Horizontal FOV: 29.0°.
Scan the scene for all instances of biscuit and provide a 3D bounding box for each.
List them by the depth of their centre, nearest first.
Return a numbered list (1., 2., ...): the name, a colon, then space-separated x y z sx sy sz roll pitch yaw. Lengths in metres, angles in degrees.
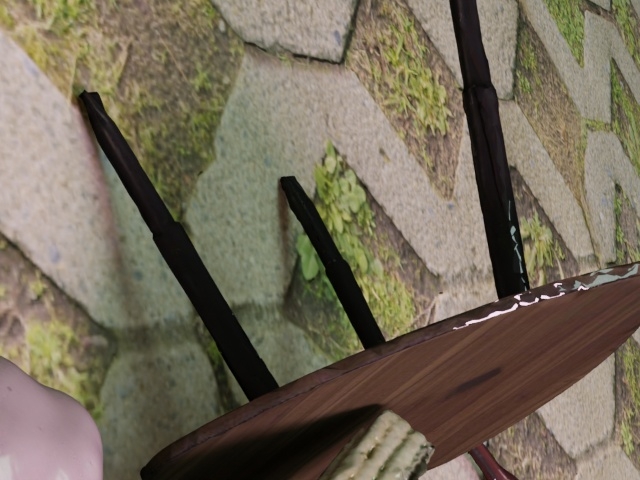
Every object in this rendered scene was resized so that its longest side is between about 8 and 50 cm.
1. biscuit: -0.036 0.197 0.630 0.052 0.150 0.252 38 35 8

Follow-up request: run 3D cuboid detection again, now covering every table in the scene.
1. table: 0.000 0.000 0.777 0.317 0.317 0.249 19 44 -58

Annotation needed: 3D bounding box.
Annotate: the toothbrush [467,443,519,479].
1. toothbrush: 0.198 0.265 1.162 0.364 0.041 0.041 54 32 -31

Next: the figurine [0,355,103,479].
1. figurine: -0.141 0.133 0.533 0.137 0.112 0.229 -42 121 -67
